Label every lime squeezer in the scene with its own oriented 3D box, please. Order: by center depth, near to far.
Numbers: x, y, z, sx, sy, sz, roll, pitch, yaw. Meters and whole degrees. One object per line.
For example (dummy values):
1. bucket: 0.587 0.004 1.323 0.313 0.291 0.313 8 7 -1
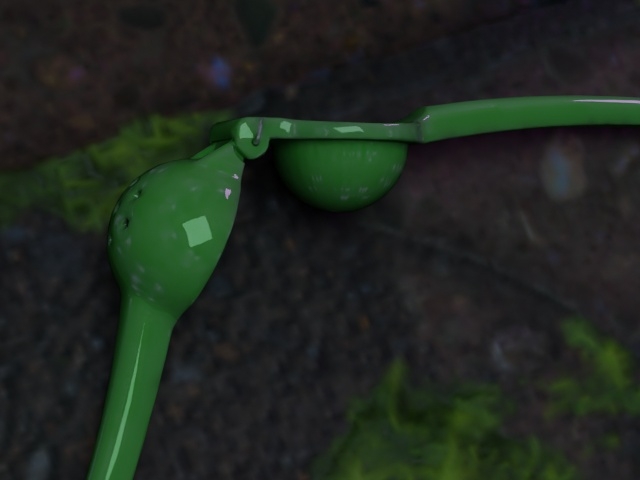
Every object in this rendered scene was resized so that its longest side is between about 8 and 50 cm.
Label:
1. lime squeezer: 0.000 0.000 0.586 0.310 0.059 0.110 -38 87 -20
